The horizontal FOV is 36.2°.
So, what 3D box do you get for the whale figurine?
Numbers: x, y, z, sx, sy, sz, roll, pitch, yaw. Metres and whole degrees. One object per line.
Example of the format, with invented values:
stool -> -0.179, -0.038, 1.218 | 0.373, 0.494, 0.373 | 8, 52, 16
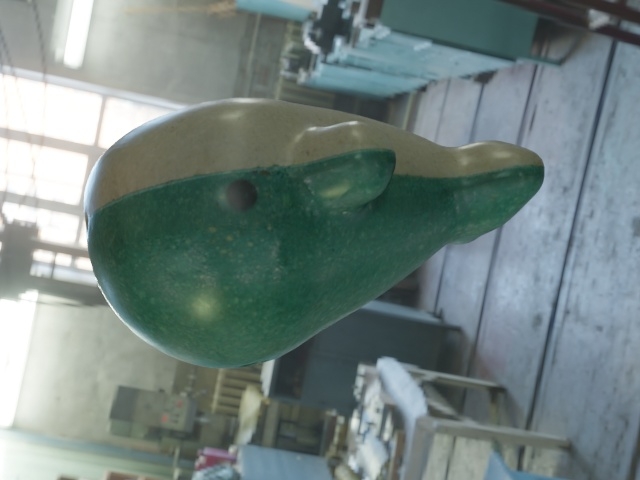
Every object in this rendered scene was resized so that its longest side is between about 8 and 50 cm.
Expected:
whale figurine -> 0.000, 0.000, 0.586 | 0.216, 0.272, 0.141 | 143, 122, -68
